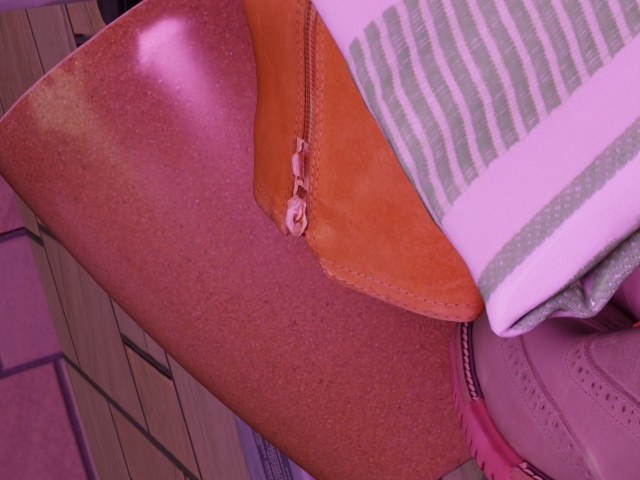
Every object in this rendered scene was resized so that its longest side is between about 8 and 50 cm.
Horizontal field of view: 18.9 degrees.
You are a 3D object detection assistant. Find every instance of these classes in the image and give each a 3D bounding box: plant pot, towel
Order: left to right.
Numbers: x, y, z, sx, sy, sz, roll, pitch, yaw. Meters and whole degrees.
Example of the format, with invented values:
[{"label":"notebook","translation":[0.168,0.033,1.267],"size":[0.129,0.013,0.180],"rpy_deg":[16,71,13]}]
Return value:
[{"label":"plant pot","translation":[0.000,0.000,0.952],"size":[0.254,0.237,0.237],"rpy_deg":[58,164,3]},{"label":"towel","translation":[0.067,-0.162,0.573],"size":[0.248,0.038,0.325],"rpy_deg":[-46,54,27]}]

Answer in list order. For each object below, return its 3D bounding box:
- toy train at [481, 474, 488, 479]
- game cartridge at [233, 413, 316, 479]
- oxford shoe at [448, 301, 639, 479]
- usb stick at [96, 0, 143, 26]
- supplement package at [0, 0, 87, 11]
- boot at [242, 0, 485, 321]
[{"label":"toy train","translation":[0.101,0.221,0.988],"size":[0.190,0.142,0.334],"rpy_deg":[58,162,14]},{"label":"game cartridge","translation":[-0.001,0.213,1.471],"size":[0.198,0.062,0.297],"rpy_deg":[-161,54,-76]},{"label":"oxford shoe","translation":[0.154,0.070,0.721],"size":[0.348,0.123,0.130],"rpy_deg":[-133,55,-60]},{"label":"usb stick","translation":[-0.160,-0.273,1.479],"size":[0.278,0.045,0.077],"rpy_deg":[91,155,-51]},{"label":"supplement package","translation":[-0.153,-0.286,1.083],"size":[0.199,0.198,0.262],"rpy_deg":[138,122,-74]},{"label":"boot","translation":[0.066,-0.067,0.710],"size":[0.295,0.104,0.211],"rpy_deg":[26,121,53]}]
